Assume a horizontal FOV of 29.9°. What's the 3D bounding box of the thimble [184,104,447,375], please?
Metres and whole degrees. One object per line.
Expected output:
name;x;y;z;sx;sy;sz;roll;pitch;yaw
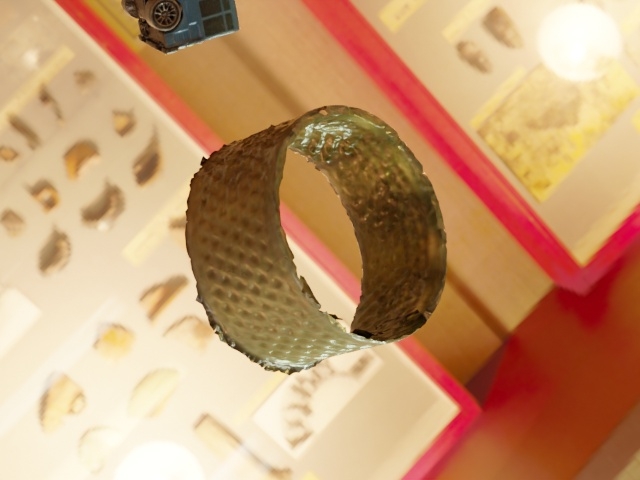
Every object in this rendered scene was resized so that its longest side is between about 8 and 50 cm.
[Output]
thimble;0.000;0.000;1.283;0.150;0.271;0.271;-18;-148;44

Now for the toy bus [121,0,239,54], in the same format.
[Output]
toy bus;-0.184;-0.364;1.485;0.133;0.234;0.116;-19;-153;-20
